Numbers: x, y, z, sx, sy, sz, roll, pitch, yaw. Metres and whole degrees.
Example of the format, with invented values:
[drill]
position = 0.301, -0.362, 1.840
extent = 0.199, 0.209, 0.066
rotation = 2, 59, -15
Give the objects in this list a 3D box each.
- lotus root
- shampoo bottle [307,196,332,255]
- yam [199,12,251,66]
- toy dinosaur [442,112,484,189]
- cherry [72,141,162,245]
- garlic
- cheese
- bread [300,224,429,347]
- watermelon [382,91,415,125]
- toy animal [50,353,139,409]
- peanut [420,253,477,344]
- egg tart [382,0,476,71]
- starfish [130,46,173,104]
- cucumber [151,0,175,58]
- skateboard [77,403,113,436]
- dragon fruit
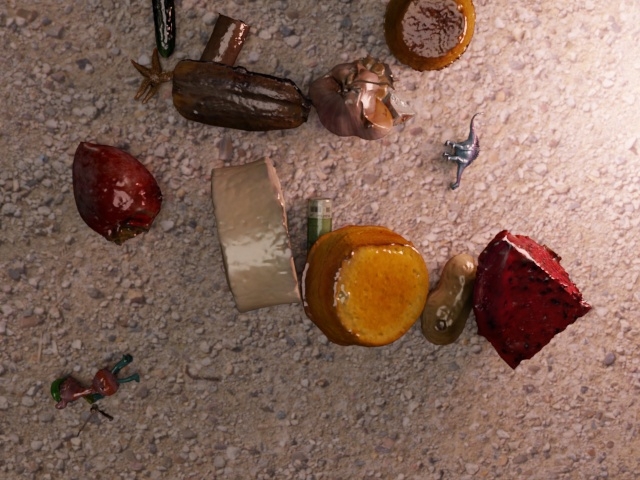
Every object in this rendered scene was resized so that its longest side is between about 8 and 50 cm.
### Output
[lotus root]
position = -0.185, -0.303, 1.509
extent = 0.329, 0.078, 0.167
rotation = 9, 136, 7
[shampoo bottle]
position = 0.000, 0.000, 1.624
extent = 0.065, 0.065, 0.205
rotation = 0, 100, -3
[yam]
position = -0.218, -0.444, 1.527
extent = 0.084, 0.084, 0.127
rotation = 23, 100, -7
[toy dinosaur]
position = 0.342, -0.217, 1.616
extent = 0.080, 0.045, 0.197
rotation = 12, 106, -18
[cherry]
position = -0.469, -0.119, 1.518
extent = 0.175, 0.192, 0.250
rotation = -38, 94, -32
[garlic]
position = 0.104, -0.342, 1.501
extent = 0.207, 0.256, 0.207
rotation = 10, 71, -30
[cheese]
position = -0.145, -0.012, 1.506
extent = 0.153, 0.292, 0.332
rotation = -9, 88, -2
[bread]
position = 0.106, 0.111, 1.570
extent = 0.312, 0.172, 0.312
rotation = -3, 97, -23
[watermelon]
position = 0.177, -0.308, 1.580
extent = 0.085, 0.061, 0.085
rotation = -3, 109, -8
[toy animal]
position = -0.549, 0.354, 1.650
extent = 0.208, 0.100, 0.103
rotation = -24, 139, -2
[peanut]
position = 0.317, 0.144, 1.643
extent = 0.120, 0.110, 0.237
rotation = 21, 97, 16
[egg tart]
position = 0.243, -0.479, 1.502
extent = 0.215, 0.171, 0.215
rotation = 3, 111, 8
[starfish]
position = -0.371, -0.382, 1.547
extent = 0.130, 0.041, 0.133
rotation = -2, 100, -4
[cucumber]
position = -0.357, -0.522, 1.518
extent = 0.058, 0.052, 0.215
rotation = -7, 100, -12
[skateboard]
position = -0.571, 0.462, 1.690
extent = 0.064, 0.032, 0.083
rotation = 38, 93, -19
[dragon fruit]
position = 0.480, 0.085, 1.547
extent = 0.240, 0.302, 0.330
rotation = -8, 135, 37
